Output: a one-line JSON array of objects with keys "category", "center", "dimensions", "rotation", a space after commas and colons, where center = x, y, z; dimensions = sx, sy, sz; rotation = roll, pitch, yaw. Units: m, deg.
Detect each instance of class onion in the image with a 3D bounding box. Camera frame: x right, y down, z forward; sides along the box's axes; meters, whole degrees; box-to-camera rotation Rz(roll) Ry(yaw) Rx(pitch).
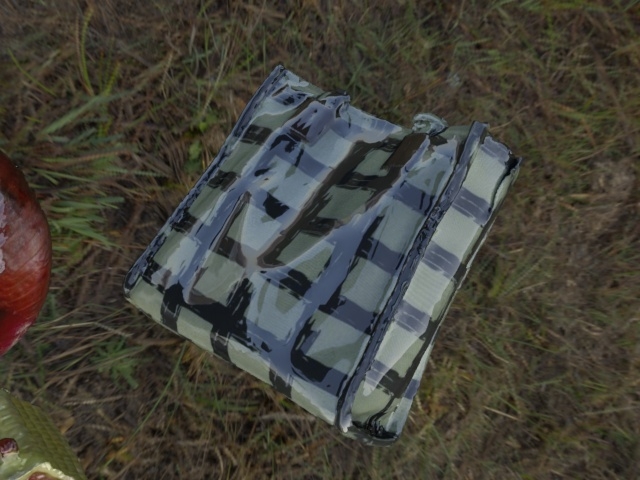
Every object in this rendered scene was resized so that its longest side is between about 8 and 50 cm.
[{"category": "onion", "center": [-0.389, 0.024, 0.751], "dimensions": [0.271, 0.195, 0.272], "rotation": [2, 116, 5]}]

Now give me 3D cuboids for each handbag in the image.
[{"category": "handbag", "center": [0.000, 0.000, 0.891], "dimensions": [0.325, 0.162, 0.327], "rotation": [25, 84, 33]}]

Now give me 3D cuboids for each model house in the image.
[{"category": "model house", "center": [-0.412, 0.334, 1.166], "dimensions": [0.160, 0.196, 0.254], "rotation": [-24, 128, -26]}]
